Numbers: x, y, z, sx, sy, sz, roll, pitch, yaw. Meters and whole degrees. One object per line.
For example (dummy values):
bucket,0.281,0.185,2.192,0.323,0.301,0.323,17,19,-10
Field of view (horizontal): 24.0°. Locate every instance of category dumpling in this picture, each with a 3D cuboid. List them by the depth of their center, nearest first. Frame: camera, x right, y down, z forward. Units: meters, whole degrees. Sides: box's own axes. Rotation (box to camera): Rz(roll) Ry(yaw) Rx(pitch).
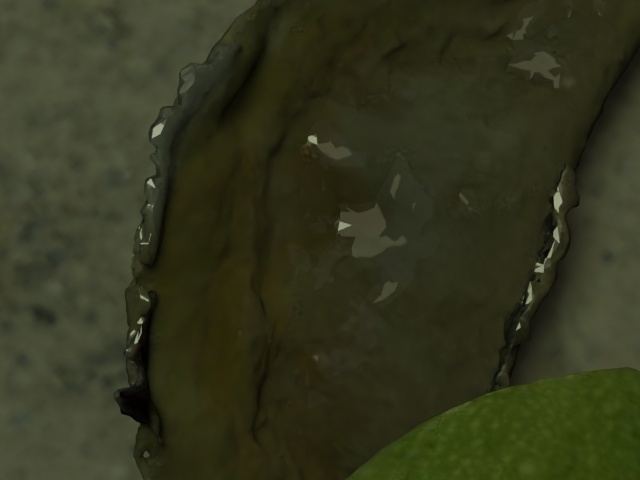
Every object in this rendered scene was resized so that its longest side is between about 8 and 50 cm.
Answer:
dumpling,0.001,0.002,0.500,0.166,0.086,0.332,28,76,-24

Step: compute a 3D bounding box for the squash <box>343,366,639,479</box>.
squash,0.026,0.180,0.451,0.189,0.189,0.260,23,49,8
